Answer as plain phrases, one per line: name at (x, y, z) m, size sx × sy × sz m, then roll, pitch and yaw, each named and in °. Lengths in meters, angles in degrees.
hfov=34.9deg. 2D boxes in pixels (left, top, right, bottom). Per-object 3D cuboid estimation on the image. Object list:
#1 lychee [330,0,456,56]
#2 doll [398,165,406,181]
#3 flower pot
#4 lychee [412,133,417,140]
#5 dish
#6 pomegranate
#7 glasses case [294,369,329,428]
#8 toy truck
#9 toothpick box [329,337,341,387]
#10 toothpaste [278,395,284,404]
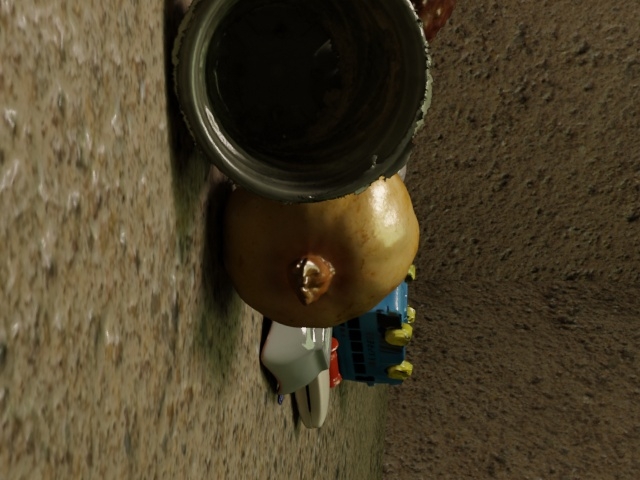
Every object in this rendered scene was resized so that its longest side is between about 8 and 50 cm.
lychee at (0.052, -0.345, 1.249) m, size 0.260 × 0.260 × 0.261 m, roll 0°, pitch 90°, yaw -83°
doll at (0.095, -0.227, 2.033) m, size 0.151 × 0.151 × 0.287 m, roll 51°, pitch 36°, yaw -78°
flower pot at (-0.025, -0.154, 0.926) m, size 0.140 × 0.235 × 0.236 m, roll -138°, pitch -135°, yaw -72°
lychee at (0.102, -0.232, 1.874) m, size 0.188 × 0.188 × 0.188 m, roll 0°, pitch 90°, yaw -83°
dish at (-0.023, 0.088, 1.351) m, size 0.151 × 0.077 × 0.212 m, roll 75°, pitch 16°, yaw -62°
pomegranate at (0.001, -0.007, 1.047) m, size 0.207 × 0.207 × 0.207 m, roll 0°, pitch 90°, yaw -83°
glasses case at (-0.015, 0.194, 1.515) m, size 0.081 × 0.051 × 0.204 m, roll -81°, pitch 168°, yaw -55°
toy truck at (0.106, 0.160, 2.022) m, size 0.385 × 0.162 × 0.161 m, roll 79°, pitch 13°, yaw -61°
toothpick box at (0.009, 0.205, 1.725) m, size 0.047 × 0.047 × 0.083 m, roll -78°, pitch 166°, yaw -56°
toothpaste at (-0.049, 0.185, 1.407) m, size 0.024 × 0.015 × 0.083 m, roll 72°, pitch 25°, yaw -71°
